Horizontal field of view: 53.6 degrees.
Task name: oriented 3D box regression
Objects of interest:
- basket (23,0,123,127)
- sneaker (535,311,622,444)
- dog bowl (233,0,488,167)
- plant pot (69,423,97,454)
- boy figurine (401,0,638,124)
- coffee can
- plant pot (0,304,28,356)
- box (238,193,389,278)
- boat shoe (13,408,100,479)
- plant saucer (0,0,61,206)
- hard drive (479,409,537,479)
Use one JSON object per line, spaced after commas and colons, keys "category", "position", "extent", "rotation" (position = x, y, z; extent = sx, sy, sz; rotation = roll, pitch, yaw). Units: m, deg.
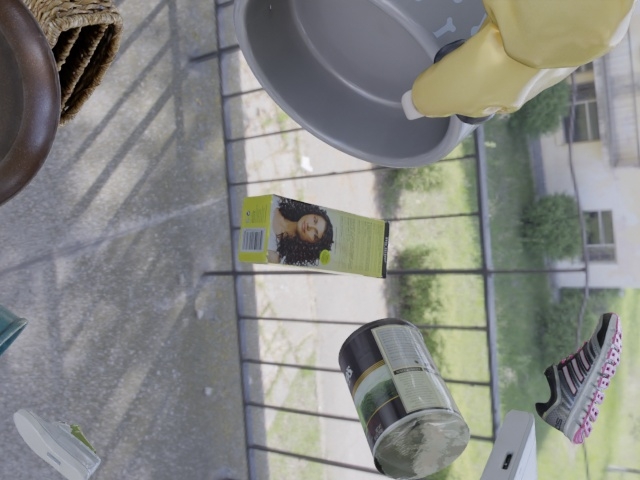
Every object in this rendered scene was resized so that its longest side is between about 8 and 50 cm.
{"category": "basket", "position": [-0.503, -0.342, 1.230], "extent": [0.213, 0.299, 0.223], "rotation": [5, 45, -50]}
{"category": "sneaker", "position": [0.322, 0.163, 0.797], "extent": [0.063, 0.075, 0.170], "rotation": [31, 81, -50]}
{"category": "dog bowl", "position": [0.049, -0.223, 0.752], "extent": [0.102, 0.349, 0.348], "rotation": [-56, 132, -21]}
{"category": "plant pot", "position": [-0.541, 0.465, 1.402], "extent": [0.083, 0.079, 0.083], "rotation": [-46, 155, -29]}
{"category": "boy figurine", "position": [0.135, -0.141, 0.446], "extent": [0.092, 0.177, 0.285], "rotation": [60, 10, 1]}
{"category": "coffee can", "position": [0.168, 0.328, 1.342], "extent": [0.201, 0.202, 0.275], "rotation": [56, 7, -36]}
{"category": "plant pot", "position": [-0.556, 0.123, 0.764], "extent": [0.255, 0.272, 0.271], "rotation": [42, 49, -11]}
{"category": "box", "position": [0.000, 0.000, 0.836], "extent": [0.232, 0.058, 0.087], "rotation": [9, 83, -47]}
{"category": "boat shoe", "position": [-0.495, 0.376, 1.197], "extent": [0.066, 0.184, 0.063], "rotation": [-59, 171, 34]}
{"category": "plant saucer", "position": [-0.445, -0.172, 0.710], "extent": [0.311, 0.050, 0.310], "rotation": [-18, 112, -53]}
{"category": "hard drive", "position": [0.285, 0.470, 0.947], "extent": [0.233, 0.047, 0.353], "rotation": [-38, 125, -53]}
